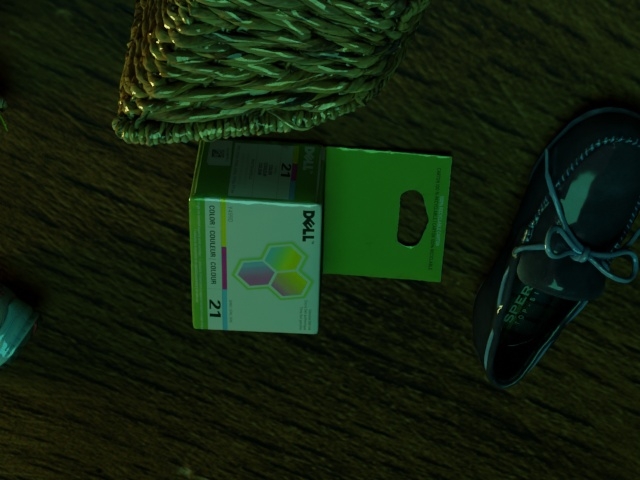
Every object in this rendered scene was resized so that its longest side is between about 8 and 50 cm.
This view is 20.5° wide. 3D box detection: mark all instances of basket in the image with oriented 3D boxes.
[{"bbox_3d":[-0.026,-0.213,1.461,0.213,0.299,0.223,19,129,-15],"label":"basket"}]

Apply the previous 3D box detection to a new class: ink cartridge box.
[{"bbox_3d":[0.000,0.000,1.795,0.255,0.097,0.189,3,133,2],"label":"ink cartridge box"}]

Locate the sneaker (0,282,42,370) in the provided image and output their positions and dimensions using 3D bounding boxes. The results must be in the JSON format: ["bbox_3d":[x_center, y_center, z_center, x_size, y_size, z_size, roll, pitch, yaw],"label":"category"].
[{"bbox_3d":[-0.427,0.112,1.950,0.262,0.104,0.125,-35,105,26],"label":"sneaker"}]

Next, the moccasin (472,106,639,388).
[{"bbox_3d":[0.254,0.021,1.781,0.137,0.117,0.342,12,133,-7],"label":"moccasin"}]

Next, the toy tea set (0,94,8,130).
[{"bbox_3d":[-0.401,-0.127,1.593,0.200,0.124,0.336,15,169,0],"label":"toy tea set"}]
